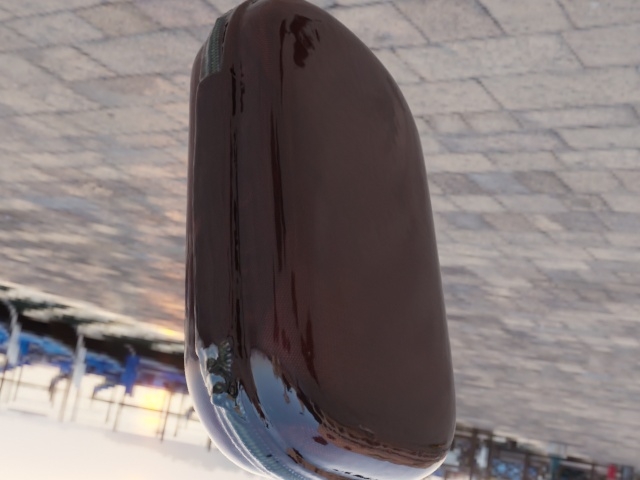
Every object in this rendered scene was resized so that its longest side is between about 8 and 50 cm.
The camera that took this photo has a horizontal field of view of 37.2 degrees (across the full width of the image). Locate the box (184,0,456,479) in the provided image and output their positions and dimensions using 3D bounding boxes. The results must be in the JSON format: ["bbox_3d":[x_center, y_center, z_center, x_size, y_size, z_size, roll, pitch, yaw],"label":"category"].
[{"bbox_3d":[0.000,0.000,0.757,0.108,0.404,0.263,-22,147,32],"label":"box"}]
